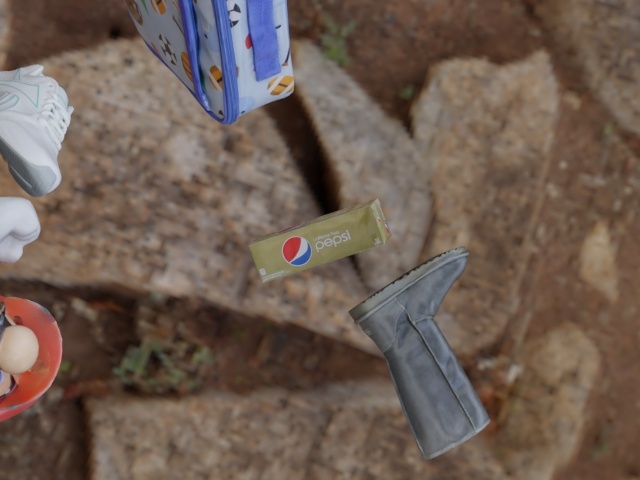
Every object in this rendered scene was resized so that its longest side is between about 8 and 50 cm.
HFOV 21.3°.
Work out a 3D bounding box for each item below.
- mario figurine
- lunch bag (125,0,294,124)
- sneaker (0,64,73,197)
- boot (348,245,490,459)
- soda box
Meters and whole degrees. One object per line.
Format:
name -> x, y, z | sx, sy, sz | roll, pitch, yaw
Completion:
mario figurine -> -0.291, 0.054, 1.266 | 0.198, 0.170, 0.320 | -45, 147, 5
lunch bag -> -0.119, -0.278, 1.708 | 0.115, 0.243, 0.303 | -26, 139, -17
sneaker -> -0.195, -0.082, 1.146 | 0.061, 0.152, 0.053 | -26, 127, -9
boot -> 0.150, 0.134, 2.066 | 0.190, 0.208, 0.076 | -33, 176, -18
soda box -> 0.000, 0.000, 2.304 | 0.061, 0.181, 0.058 | -46, 117, -74
